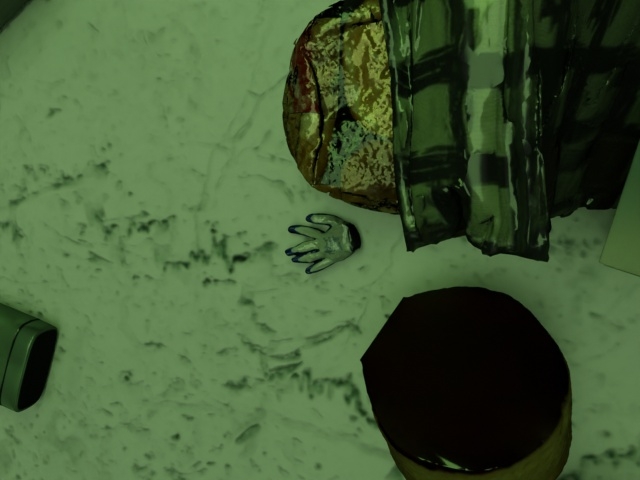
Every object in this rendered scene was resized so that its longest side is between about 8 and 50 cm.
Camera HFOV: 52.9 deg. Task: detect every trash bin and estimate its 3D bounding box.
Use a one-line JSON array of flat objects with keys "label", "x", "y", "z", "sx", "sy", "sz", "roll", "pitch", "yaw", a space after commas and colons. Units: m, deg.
[{"label": "trash bin", "x": -0.417, "y": 0.141, "z": 0.826, "sx": 0.129, "sy": 0.059, "sz": 0.116, "roll": 20, "pitch": 99, "yaw": 12}]

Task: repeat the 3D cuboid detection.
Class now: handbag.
[{"label": "handbag", "x": 0.185, "y": -0.166, "z": 0.511, "sx": 0.162, "sy": 0.325, "sz": 0.327, "roll": 10, "pitch": 106, "yaw": 46}]

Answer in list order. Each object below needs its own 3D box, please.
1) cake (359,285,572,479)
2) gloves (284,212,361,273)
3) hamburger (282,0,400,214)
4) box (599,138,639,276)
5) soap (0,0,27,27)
[{"label": "cake", "x": 0.150, "y": 0.168, "z": 0.647, "sx": 0.185, "sy": 0.178, "sz": 0.208, "roll": -27, "pitch": 55, "yaw": -4}, {"label": "gloves", "x": 0.000, "y": 0.000, "z": 0.724, "sx": 0.086, "sy": 0.026, "sz": 0.064, "roll": -22, "pitch": 89, "yaw": 20}, {"label": "hamburger", "x": 0.073, "y": -0.134, "z": 0.651, "sx": 0.230, "sy": 0.107, "sz": 0.231, "roll": 1, "pitch": 93, "yaw": 11}, {"label": "box", "x": 0.322, "y": -0.037, "z": 0.528, "sx": 0.067, "sy": 0.242, "sz": 0.155, "roll": 21, "pitch": 101, "yaw": 41}, {"label": "soap", "x": -0.393, "y": -0.353, "z": 0.661, "sx": 0.302, "sy": 0.258, "sz": 0.159, "roll": -40, "pitch": 85, "yaw": 14}]
